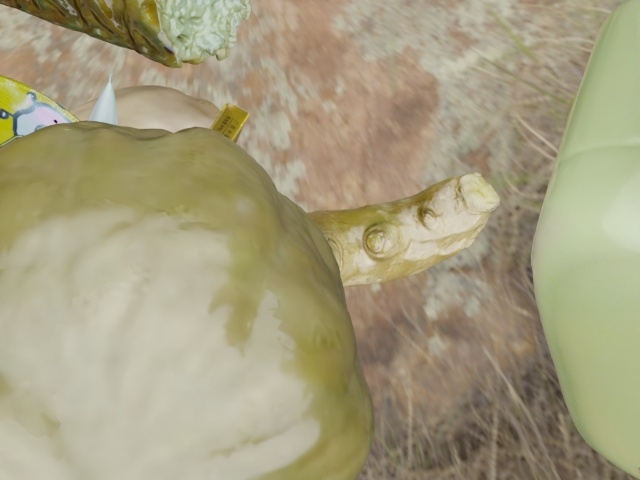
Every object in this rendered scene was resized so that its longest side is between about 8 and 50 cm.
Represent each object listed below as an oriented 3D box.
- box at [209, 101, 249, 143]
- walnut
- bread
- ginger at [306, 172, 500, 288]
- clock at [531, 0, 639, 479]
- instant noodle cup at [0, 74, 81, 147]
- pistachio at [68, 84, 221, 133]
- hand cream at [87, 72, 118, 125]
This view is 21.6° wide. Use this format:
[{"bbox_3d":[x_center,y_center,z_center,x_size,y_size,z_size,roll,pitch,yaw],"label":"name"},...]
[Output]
[{"bbox_3d":[-0.101,-0.026,1.235,0.022,0.156,0.089,27,133,1],"label":"box"},{"bbox_3d":[-0.112,0.089,0.713,0.282,0.277,0.253,-26,98,-12],"label":"walnut"},{"bbox_3d":[-0.171,-0.194,1.190,0.269,0.098,0.087,22,109,36],"label":"bread"},{"bbox_3d":[-0.004,0.018,1.957,0.348,0.363,0.122,-7,82,-31],"label":"ginger"},{"bbox_3d":[0.260,0.039,0.609,0.348,0.286,0.117,11,68,18],"label":"clock"},{"bbox_3d":[-0.216,0.007,1.035,0.182,0.182,0.144,43,119,-10],"label":"instant noodle cup"},{"bbox_3d":[-0.217,-0.020,1.708,0.309,0.230,0.230,-35,102,-26],"label":"pistachio"},{"bbox_3d":[-0.189,-0.042,1.376,0.050,0.205,0.078,7,138,-2],"label":"hand cream"}]
